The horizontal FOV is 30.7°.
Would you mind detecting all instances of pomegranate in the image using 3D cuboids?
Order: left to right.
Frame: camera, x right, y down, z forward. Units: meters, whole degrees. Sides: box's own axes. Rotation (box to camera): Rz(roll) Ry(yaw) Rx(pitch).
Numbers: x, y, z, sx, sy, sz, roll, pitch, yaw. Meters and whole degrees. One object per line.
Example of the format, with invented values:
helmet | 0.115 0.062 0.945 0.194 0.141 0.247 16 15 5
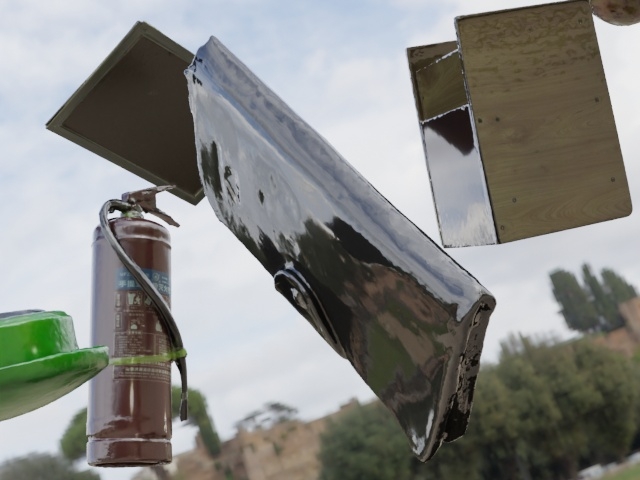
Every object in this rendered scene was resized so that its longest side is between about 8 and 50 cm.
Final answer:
pomegranate | 0.407 -0.340 1.541 0.130 0.130 0.130 -19 -17 -6

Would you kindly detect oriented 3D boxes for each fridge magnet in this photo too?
fridge magnet | -0.282 0.110 0.984 0.208 0.088 0.208 -12 -3 -1

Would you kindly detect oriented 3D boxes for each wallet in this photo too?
wallet | 0.000 0.000 0.952 0.051 0.377 0.197 -24 -38 -25

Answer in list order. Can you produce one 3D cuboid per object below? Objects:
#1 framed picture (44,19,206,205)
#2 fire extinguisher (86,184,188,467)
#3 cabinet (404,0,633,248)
framed picture | -0.196 -0.158 1.510 0.252 0.014 0.197 29 -61 -37
fire extinguisher | -0.208 0.089 1.359 0.105 0.341 0.141 -12 -19 36
cabinet | 0.194 -0.113 1.160 0.148 0.215 0.175 -12 1 -12
